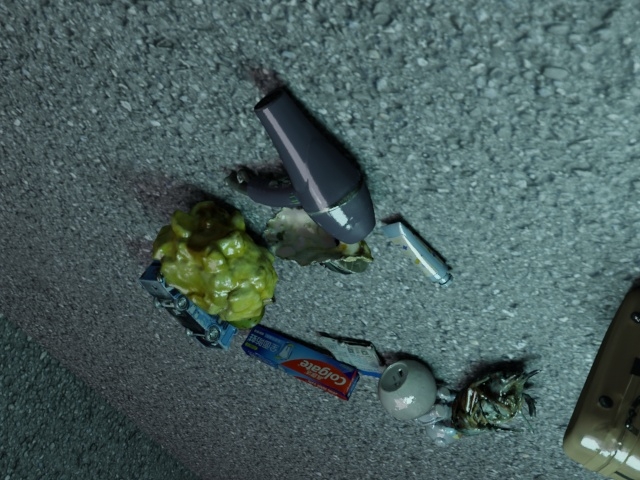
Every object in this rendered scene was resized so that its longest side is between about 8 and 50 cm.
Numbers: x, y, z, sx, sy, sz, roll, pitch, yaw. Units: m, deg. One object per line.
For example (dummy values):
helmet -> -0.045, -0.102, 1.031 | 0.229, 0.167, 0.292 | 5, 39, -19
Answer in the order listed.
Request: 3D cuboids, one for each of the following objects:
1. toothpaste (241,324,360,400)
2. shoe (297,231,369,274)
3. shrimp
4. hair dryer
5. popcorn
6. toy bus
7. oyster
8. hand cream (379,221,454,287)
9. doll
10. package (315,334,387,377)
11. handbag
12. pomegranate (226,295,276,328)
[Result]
toothpaste -> -0.054, 0.319, 2.256 | 0.320, 0.076, 0.066 | 20, 156, 25
shoe -> 0.015, 0.024, 1.757 | 0.169, 0.071, 0.099 | 29, 158, -2
shrimp -> 0.408, 0.359, 1.898 | 0.172, 0.137, 0.372 | 10, 162, -18
hair dryer -> -0.084, -0.123, 1.580 | 0.361, 0.121, 0.301 | -2, 131, 51
popcorn -> -0.228, 0.046, 1.859 | 0.286, 0.215, 0.252 | 27, 158, 10
toy bus -> -0.328, 0.156, 2.209 | 0.106, 0.131, 0.297 | 1, 142, 40
oyster -> -0.005, -0.008, 1.679 | 0.209, 0.133, 0.072 | -8, 159, 12
hand cream -> 0.186, 0.026, 1.626 | 0.170, 0.043, 0.065 | 42, 153, -20
doll -> 0.257, 0.405, 2.088 | 0.151, 0.151, 0.287 | -5, 140, 46
package -> 0.087, 0.298, 2.182 | 0.171, 0.027, 0.173 | 5, 147, 32
handbag -> 0.522, 0.261, 1.455 | 0.149, 0.302, 0.283 | 22, 157, 14
pomegranate -> -0.185, 0.152, 2.103 | 0.130, 0.130, 0.130 | 22, 151, 13
